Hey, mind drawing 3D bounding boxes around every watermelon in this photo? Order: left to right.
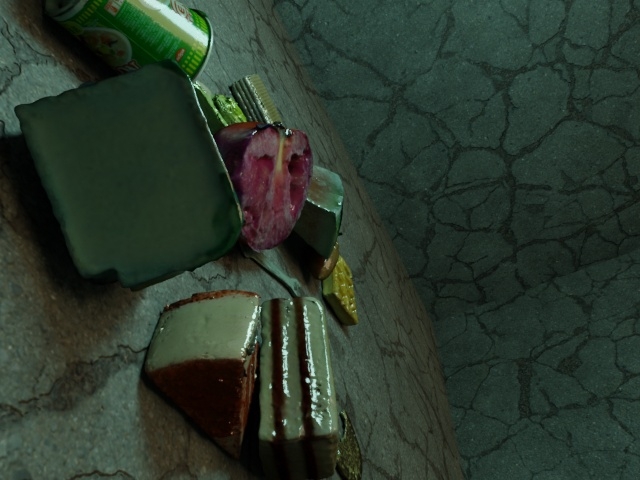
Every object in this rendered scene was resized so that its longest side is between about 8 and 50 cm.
[{"bbox_3d":[-0.023,-0.117,1.511,0.302,0.151,0.264,37,29,-20],"label":"watermelon"}]

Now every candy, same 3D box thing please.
[{"bbox_3d":[-0.043,0.270,0.980,0.320,0.135,0.179,-94,-177,-50],"label":"candy"}]

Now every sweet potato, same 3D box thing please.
[{"bbox_3d":[0.000,0.000,1.680,0.109,0.109,0.385,57,15,-32],"label":"sweet potato"}]

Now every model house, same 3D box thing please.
[{"bbox_3d":[-0.255,-0.074,0.775,0.249,0.230,0.280,155,-86,-81],"label":"model house"}]

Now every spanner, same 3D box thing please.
[{"bbox_3d":[-0.123,0.070,1.321,0.302,0.018,0.071,48,24,-49],"label":"spanner"}]

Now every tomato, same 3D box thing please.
[{"bbox_3d":[-0.164,-0.129,1.175,0.335,0.176,0.289,-20,121,-64],"label":"tomato"}]

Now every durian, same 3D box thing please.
[{"bbox_3d":[-0.238,-0.278,1.270,0.375,0.132,0.106,56,46,-42],"label":"durian"}]

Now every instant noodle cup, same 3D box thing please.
[{"bbox_3d":[-0.344,-0.393,0.937,0.233,0.207,0.207,30,39,-53],"label":"instant noodle cup"}]

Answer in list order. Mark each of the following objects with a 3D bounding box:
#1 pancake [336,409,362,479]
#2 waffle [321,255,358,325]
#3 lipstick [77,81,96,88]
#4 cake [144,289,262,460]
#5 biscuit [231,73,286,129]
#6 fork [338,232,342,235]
[{"bbox_3d":[0.063,0.514,1.307,0.190,0.020,0.184,39,32,-62],"label":"pancake"},{"bbox_3d":[0.058,0.142,1.757,0.168,0.057,0.274,55,19,-36],"label":"waffle"},{"bbox_3d":[-0.331,-0.230,0.960,0.068,0.061,0.274,66,15,3],"label":"lipstick"},{"bbox_3d":[-0.184,0.220,0.835,0.158,0.160,0.261,-89,-174,-57],"label":"cake"},{"bbox_3d":[-0.149,-0.324,1.690,0.426,0.079,0.144,62,17,-16],"label":"biscuit"},{"bbox_3d":[0.025,-0.014,1.772,0.039,0.021,0.235,60,-16,-6],"label":"fork"}]
